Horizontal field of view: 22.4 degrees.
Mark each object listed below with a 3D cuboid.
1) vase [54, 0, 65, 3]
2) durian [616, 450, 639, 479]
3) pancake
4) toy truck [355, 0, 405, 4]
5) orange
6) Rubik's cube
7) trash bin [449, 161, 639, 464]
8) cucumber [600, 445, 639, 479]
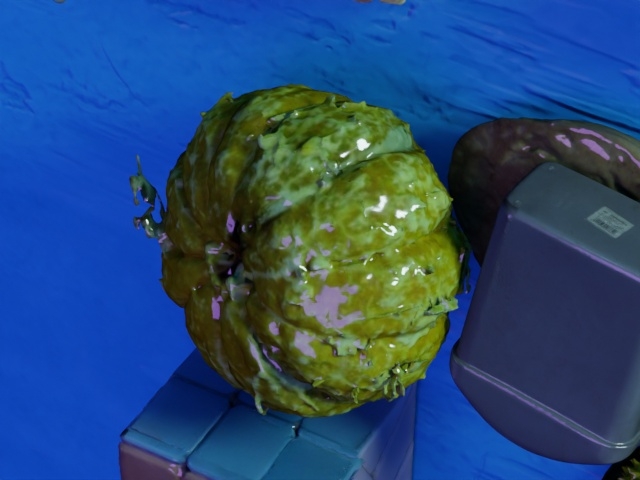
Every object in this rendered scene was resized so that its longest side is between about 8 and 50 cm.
[{"bbox_3d":[-0.142,-0.287,1.310,0.219,0.096,0.096,-29,107,5],"label":"vase"},{"bbox_3d":[0.299,0.247,1.286,0.146,0.198,0.159,54,175,-16],"label":"durian"},{"bbox_3d":[0.209,-0.016,1.366,0.242,0.050,0.242,23,134,26],"label":"pancake"},{"bbox_3d":[0.052,-0.245,1.281,0.191,0.085,0.116,14,134,25],"label":"toy truck"},{"bbox_3d":[0.000,0.000,1.401,0.301,0.223,0.300,-27,85,51],"label":"orange"},{"bbox_3d":[-0.048,0.241,1.622,0.225,0.231,0.221,20,133,21],"label":"Rubik's cube"},{"bbox_3d":[0.207,0.071,1.325,0.177,0.101,0.236,30,136,23],"label":"trash bin"},{"bbox_3d":[0.320,0.274,1.462,0.191,0.130,0.191,13,124,20],"label":"cucumber"}]
